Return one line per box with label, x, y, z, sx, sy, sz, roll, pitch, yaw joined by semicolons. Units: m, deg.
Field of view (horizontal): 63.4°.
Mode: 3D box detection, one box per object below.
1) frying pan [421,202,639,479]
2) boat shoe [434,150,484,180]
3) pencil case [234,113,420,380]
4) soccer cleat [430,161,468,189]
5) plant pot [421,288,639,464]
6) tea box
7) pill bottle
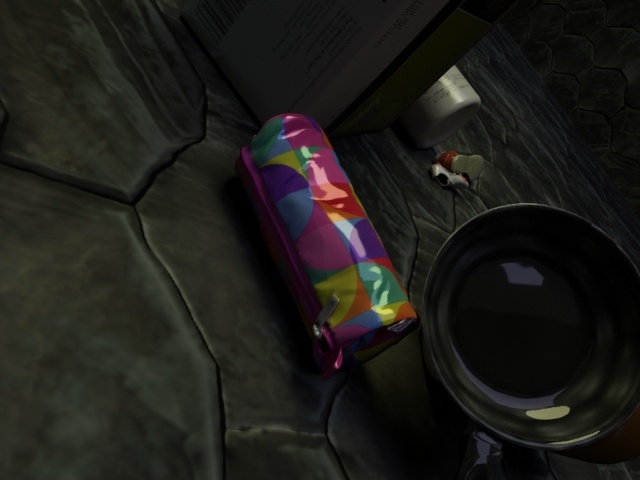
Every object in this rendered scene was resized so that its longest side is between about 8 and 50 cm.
frying pan;0.169;0.129;0.412;0.197;0.053;0.326;8;76;-4
boat shoe;0.258;-0.140;0.952;0.043;0.049;0.137;22;16;38
pencil case;0.000;0.000;0.463;0.104;0.104;0.236;4;52;-47
soccer cleat;0.221;-0.103;0.888;0.083;0.029;0.035;27;48;-25
plant pot;0.219;0.106;0.538;0.188;0.205;0.205;19;41;-16
tea box;0.071;-0.317;0.650;0.220;0.329;0.323;54;32;8
pill bottle;0.162;-0.288;0.908;0.131;0.131;0.229;-14;68;-54
